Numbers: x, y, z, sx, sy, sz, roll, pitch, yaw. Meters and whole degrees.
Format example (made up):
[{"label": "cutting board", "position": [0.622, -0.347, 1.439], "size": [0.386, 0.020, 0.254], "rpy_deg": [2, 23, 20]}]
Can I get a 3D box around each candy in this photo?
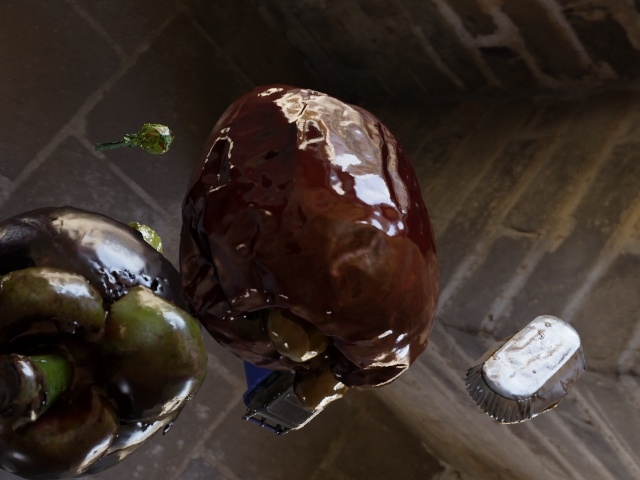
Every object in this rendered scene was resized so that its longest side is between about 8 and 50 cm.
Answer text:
[{"label": "candy", "position": [-0.466, -0.242, 1.766], "size": [0.077, 0.262, 0.073], "rpy_deg": [29, 66, -51]}]

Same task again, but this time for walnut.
[{"label": "walnut", "position": [0.000, 0.000, 0.648], "size": [0.244, 0.221, 0.269], "rpy_deg": [61, 29, -48]}]

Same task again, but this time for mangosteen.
[{"label": "mangosteen", "position": [-0.337, 0.130, 0.971], "size": [0.380, 0.421, 0.381], "rpy_deg": [8, 71, -23]}]

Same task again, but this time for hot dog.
[{"label": "hot dog", "position": [0.356, 0.220, 1.227], "size": [0.268, 0.144, 0.075], "rpy_deg": [-21, 143, -38]}]

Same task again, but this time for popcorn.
[{"label": "popcorn", "position": [-0.368, 0.024, 1.402], "size": [0.120, 0.106, 0.116], "rpy_deg": [18, 122, -35]}]

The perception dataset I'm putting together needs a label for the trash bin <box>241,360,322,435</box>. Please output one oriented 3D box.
[{"label": "trash bin", "position": [-0.078, 0.239, 1.422], "size": [0.184, 0.234, 0.162], "rpy_deg": [-42, 129, 14]}]
